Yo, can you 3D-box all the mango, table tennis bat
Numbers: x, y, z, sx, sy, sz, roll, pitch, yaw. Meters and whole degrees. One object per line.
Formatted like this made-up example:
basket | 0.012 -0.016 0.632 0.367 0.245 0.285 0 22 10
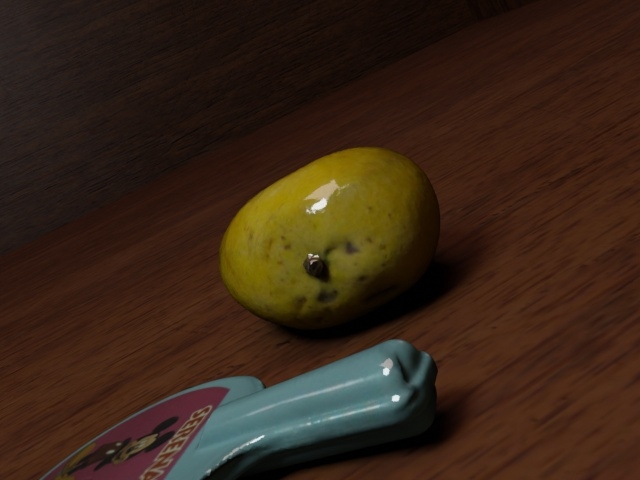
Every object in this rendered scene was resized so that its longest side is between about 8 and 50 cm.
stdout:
mango | 0.000 0.000 0.503 0.137 0.098 0.195 -32 7 -17
table tennis bat | -0.058 0.100 0.353 0.244 0.040 0.153 -24 12 25
